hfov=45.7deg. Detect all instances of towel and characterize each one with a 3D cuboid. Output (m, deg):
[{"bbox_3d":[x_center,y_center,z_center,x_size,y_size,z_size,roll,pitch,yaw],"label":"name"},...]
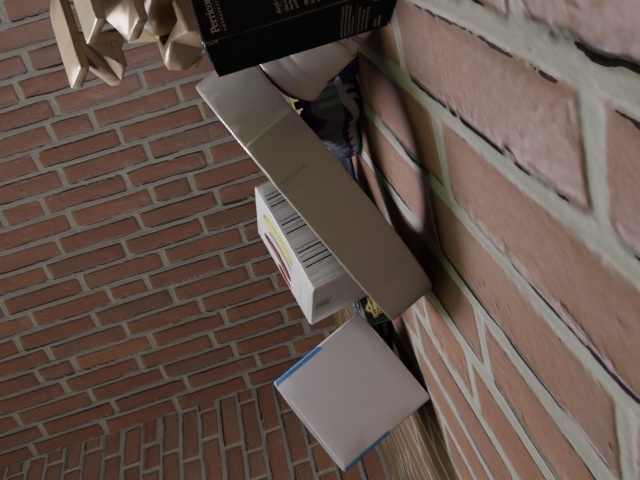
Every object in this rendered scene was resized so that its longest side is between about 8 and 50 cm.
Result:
[{"bbox_3d":[0.018,-0.277,1.023,0.067,0.029,0.119,84,168,-70],"label":"towel"}]

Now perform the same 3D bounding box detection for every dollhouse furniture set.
[{"bbox_3d":[-0.202,-0.447,1.158,0.394,0.362,0.256,-36,70,57],"label":"dollhouse furniture set"}]

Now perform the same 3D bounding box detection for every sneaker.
[{"bbox_3d":[-0.050,-0.312,0.853,0.305,0.152,0.114,56,-152,6],"label":"sneaker"},{"bbox_3d":[0.004,-0.179,1.148,0.223,0.098,0.083,84,168,-73],"label":"sneaker"}]

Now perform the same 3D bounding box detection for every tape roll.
[{"bbox_3d":[-0.008,-0.067,0.965,0.392,0.072,0.392,50,180,-1],"label":"tape roll"}]

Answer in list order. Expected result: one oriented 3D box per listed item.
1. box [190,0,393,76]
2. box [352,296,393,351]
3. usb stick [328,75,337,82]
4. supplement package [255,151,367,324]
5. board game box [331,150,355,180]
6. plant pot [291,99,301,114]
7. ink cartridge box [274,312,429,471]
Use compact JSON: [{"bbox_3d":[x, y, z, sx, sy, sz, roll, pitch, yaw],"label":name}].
[{"bbox_3d":[-0.056,-0.315,0.725,0.103,0.184,0.261,109,144,-84],"label":"box"},{"bbox_3d":[0.093,0.118,1.618,0.175,0.051,0.220,79,173,-58],"label":"box"},{"bbox_3d":[-0.005,-0.276,1.264,0.278,0.045,0.077,-128,22,-79],"label":"usb stick"},{"bbox_3d":[0.000,0.000,1.293,0.203,0.149,0.194,59,167,20],"label":"supplement package"},{"bbox_3d":[0.022,-0.155,1.423,0.160,0.047,0.210,-113,7,-56],"label":"board game box"},{"bbox_3d":[-0.027,-0.262,1.512,0.083,0.083,0.079,-177,82,-86],"label":"plant pot"},{"bbox_3d":[0.054,0.285,1.427,0.197,0.198,0.270,50,172,10],"label":"ink cartridge box"}]
